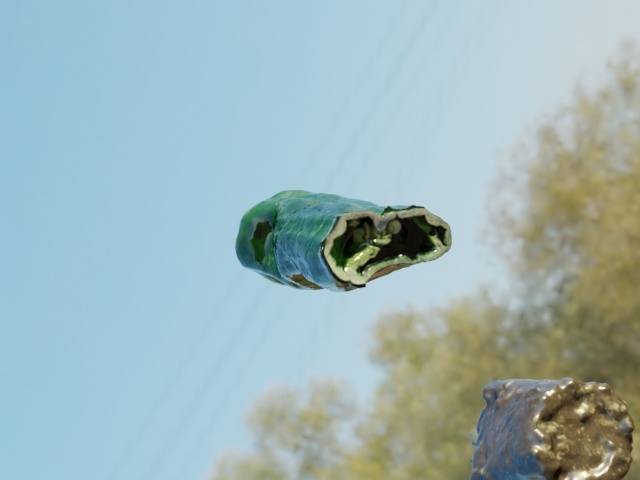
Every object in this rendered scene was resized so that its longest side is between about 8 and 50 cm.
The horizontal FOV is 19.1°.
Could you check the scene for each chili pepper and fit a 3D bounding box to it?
[{"bbox_3d":[0.000,0.000,1.866,0.136,0.270,0.099,-30,-77,-24],"label":"chili pepper"}]

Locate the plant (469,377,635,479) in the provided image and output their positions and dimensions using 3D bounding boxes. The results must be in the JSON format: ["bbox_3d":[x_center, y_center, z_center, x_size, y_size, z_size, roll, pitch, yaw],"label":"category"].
[{"bbox_3d":[0.213,0.199,1.826,0.194,0.132,0.129,136,151,-66],"label":"plant"}]
